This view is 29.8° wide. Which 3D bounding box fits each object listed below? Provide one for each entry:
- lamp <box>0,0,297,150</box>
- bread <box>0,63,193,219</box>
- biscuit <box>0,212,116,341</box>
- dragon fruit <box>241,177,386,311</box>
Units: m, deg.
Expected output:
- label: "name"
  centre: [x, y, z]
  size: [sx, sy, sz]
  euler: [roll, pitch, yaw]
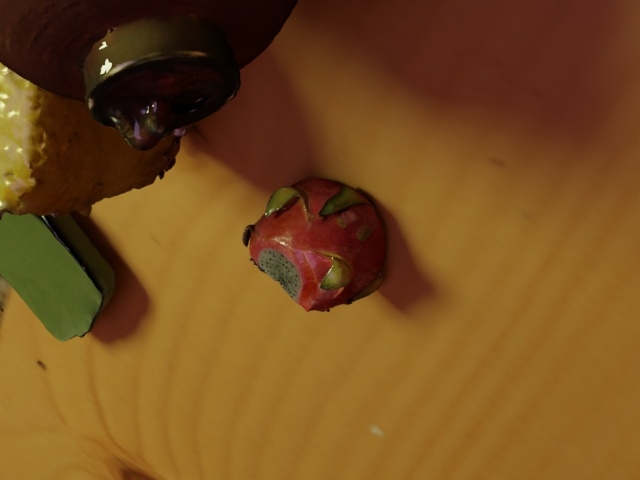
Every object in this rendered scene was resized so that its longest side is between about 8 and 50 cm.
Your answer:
- label: "lamp"
  centre: [-0.090, -0.170, 0.562]
  size: [0.180, 0.180, 0.258]
  euler: [-33, 66, 42]
- label: "bread"
  centre: [-0.187, -0.143, 0.696]
  size: [0.260, 0.160, 0.147]
  euler: [44, 126, 16]
- label: "biscuit"
  centre: [-0.258, -0.067, 0.865]
  size: [0.322, 0.038, 0.099]
  euler: [50, 135, 1]
- label: "dragon fruit"
  centre: [0.000, 0.000, 0.705]
  size: [0.083, 0.056, 0.060]
  euler: [44, 133, 9]
